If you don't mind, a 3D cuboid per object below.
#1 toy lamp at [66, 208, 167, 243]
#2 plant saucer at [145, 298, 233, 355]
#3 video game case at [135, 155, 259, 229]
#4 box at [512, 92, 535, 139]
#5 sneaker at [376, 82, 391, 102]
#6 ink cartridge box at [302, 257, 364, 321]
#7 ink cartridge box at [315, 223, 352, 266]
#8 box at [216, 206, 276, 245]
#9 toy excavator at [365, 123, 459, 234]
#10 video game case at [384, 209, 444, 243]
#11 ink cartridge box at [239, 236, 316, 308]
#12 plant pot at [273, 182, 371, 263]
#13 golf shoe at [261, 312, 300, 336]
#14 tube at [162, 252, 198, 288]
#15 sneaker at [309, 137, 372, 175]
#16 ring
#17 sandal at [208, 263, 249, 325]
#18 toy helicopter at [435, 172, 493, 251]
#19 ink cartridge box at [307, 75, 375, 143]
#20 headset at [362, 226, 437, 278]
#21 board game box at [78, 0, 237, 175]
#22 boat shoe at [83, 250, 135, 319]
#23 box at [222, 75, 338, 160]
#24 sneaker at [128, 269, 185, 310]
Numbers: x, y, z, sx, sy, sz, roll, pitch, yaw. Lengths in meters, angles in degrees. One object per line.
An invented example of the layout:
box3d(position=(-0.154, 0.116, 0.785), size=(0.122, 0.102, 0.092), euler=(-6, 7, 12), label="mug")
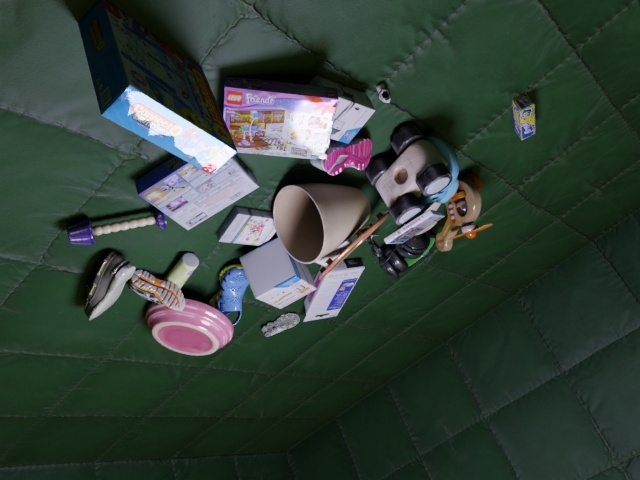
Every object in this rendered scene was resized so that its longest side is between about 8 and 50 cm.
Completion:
box3d(position=(-0.596, -0.044, 1.755), size=(0.274, 0.080, 0.080), euler=(-14, 146, -20), label="toy lamp")
box3d(position=(-0.493, 0.334, 2.226), size=(0.331, 0.084, 0.332), euler=(5, 142, 4), label="plant saucer")
box3d(position=(-0.354, -0.166, 1.746), size=(0.269, 0.061, 0.244), euler=(-30, 148, 9), label="video game case")
box3d(position=(0.699, -0.422, 2.053), size=(0.054, 0.059, 0.169), euler=(-26, 147, 7), label="box")
box3d(position=(0.188, -0.421, 1.749), size=(0.031, 0.037, 0.083), euler=(-33, 148, 11), label="sneaker")
box3d(position=(0.043, 0.214, 2.543), size=(0.175, 0.069, 0.371), euler=(-6, 141, -27), label="ink cartridge box")
box3d(position=(0.000, 0.000, 2.187), size=(0.148, 0.086, 0.203), euler=(-38, 144, 20), label="ink cartridge box")
box3d(position=(-0.237, -0.044, 2.017), size=(0.186, 0.038, 0.145), euler=(7, 137, -40), label="box")
box3d(position=(0.359, -0.167, 2.092), size=(0.444, 0.222, 0.433), euler=(-2, 144, -44), label="toy excavator")
box3d(position=(0.321, -0.045, 2.026), size=(0.183, 0.023, 0.201), euler=(-34, 168, 19), label="video game case")
box3d(position=(-0.148, 0.122, 2.159), size=(0.171, 0.168, 0.232), euler=(-29, 158, 9), label="ink cartridge box")
box3d(position=(0.029, -0.085, 1.971), size=(0.273, 0.257, 0.257), euler=(-19, 151, -38), label="plant pot")
box3d(position=(-0.173, 0.370, 2.648), size=(0.176, 0.069, 0.086), euler=(-21, 168, 1), label="golf shoe")
box3d(position=(-0.503, 0.130, 2.086), size=(0.240, 0.070, 0.062), euler=(-46, -176, 38), label="tube")
box3d(position=(0.064, -0.271, 1.838), size=(0.252, 0.111, 0.103), euler=(-16, 121, -47), label="sneaker")
box3d(position=(0.109, 0.013, 2.060), size=(0.336, 0.032, 0.336), euler=(-43, 176, -4), label="ring")
box3d(position=(-0.325, 0.209, 2.235), size=(0.126, 0.138, 0.318), euler=(-3, 140, -26), label="sandal")
box3d(position=(0.526, -0.071, 2.277), size=(0.140, 0.235, 0.355), euler=(-10, 143, -21), label="toy helicopter")
box3d(position=(0.035, -0.366, 1.690), size=(0.190, 0.082, 0.140), euler=(7, 137, -40), label="ink cartridge box")
box3d(position=(0.314, 0.025, 2.419), size=(0.394, 0.185, 0.243), euler=(-4, 141, -54), label="headset")
box3d(position=(-0.348, -0.326, 1.292), size=(0.086, 0.308, 0.301), euler=(-38, 145, 18), label="board game box")
box3d(position=(-0.704, 0.150, 1.949), size=(0.305, 0.091, 0.109), euler=(-47, 178, 34), label="boat shoe")
box3d(position=(-0.112, -0.320, 1.587), size=(0.292, 0.057, 0.201), euler=(4, 135, -9), label="box")
box3d(position=(-0.561, 0.178, 2.051), size=(0.214, 0.084, 0.083), euler=(37, 134, -17), label="sneaker")
